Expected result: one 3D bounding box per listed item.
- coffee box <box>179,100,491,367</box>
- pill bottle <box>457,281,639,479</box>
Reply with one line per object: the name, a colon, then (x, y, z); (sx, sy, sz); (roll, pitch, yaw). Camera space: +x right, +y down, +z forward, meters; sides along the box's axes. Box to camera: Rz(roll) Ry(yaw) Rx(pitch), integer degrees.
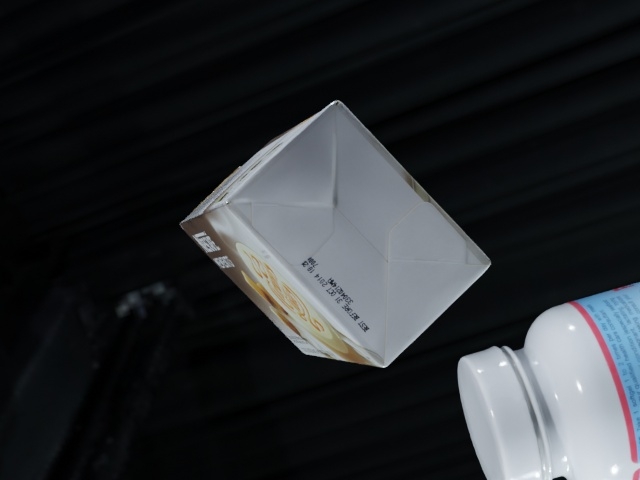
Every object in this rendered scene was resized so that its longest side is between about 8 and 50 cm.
coffee box: (0.000, 0.000, 1.085); (0.141, 0.098, 0.246); (47, 170, -7)
pill bottle: (0.147, 0.062, 0.728); (0.087, 0.160, 0.087); (165, 90, -83)
